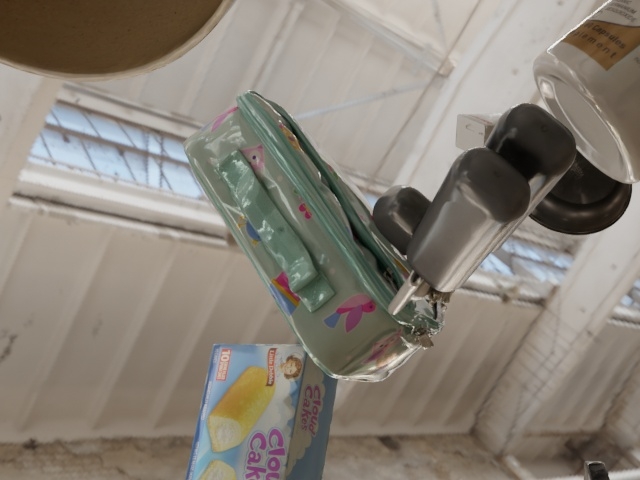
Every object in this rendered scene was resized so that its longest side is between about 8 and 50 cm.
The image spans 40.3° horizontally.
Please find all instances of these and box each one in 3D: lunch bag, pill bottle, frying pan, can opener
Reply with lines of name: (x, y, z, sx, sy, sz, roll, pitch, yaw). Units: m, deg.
lunch bag: (0.000, 0.000, 0.810, 0.108, 0.279, 0.224, -38, -21, 7)
pill bottle: (0.298, -0.162, 0.694, 0.229, 0.131, 0.131, -37, -38, 2)
frying pan: (0.319, -0.107, 1.331, 0.326, 0.197, 0.053, 5, -24, -2)
can opener: (0.078, -0.011, 0.567, 0.074, 0.093, 0.280, -45, -5, -15)

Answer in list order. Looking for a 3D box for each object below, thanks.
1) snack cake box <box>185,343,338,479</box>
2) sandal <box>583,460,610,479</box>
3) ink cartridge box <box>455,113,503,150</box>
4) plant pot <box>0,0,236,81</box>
snack cake box: (-0.078, 0.268, 1.104, 0.089, 0.152, 0.264, 37, -124, -50)
sandal: (0.259, 0.356, 0.912, 0.097, 0.055, 0.254, -8, -70, -84)
ink cartridge box: (0.265, -0.149, 1.238, 0.123, 0.088, 0.052, -3, -71, -18)
plant pot: (-0.112, -0.246, 0.407, 0.284, 0.284, 0.191, 84, -153, -44)
